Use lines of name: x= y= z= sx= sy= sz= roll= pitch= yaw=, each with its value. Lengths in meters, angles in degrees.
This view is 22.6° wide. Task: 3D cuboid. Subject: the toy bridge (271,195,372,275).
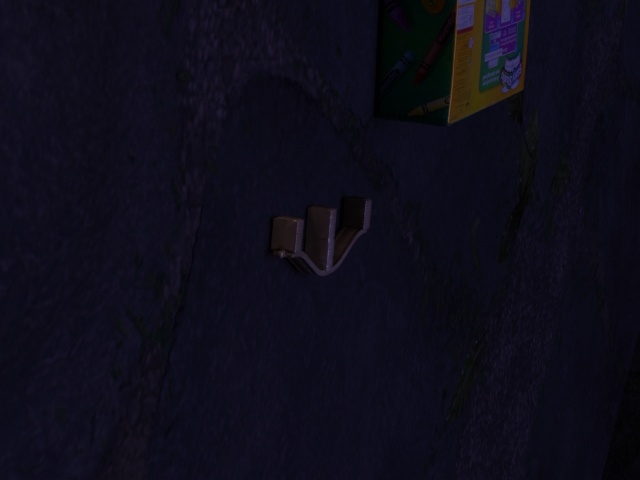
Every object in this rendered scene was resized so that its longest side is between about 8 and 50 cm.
toy bridge: x=0.000 y=0.000 z=1.474 sx=0.188 sy=0.026 sz=0.063 roll=-20 pitch=117 yaw=-66

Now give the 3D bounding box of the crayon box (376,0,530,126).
crayon box: x=0.147 y=-0.225 z=1.689 sx=0.278 sy=0.081 sz=0.165 roll=-29 pitch=124 yaw=-64
